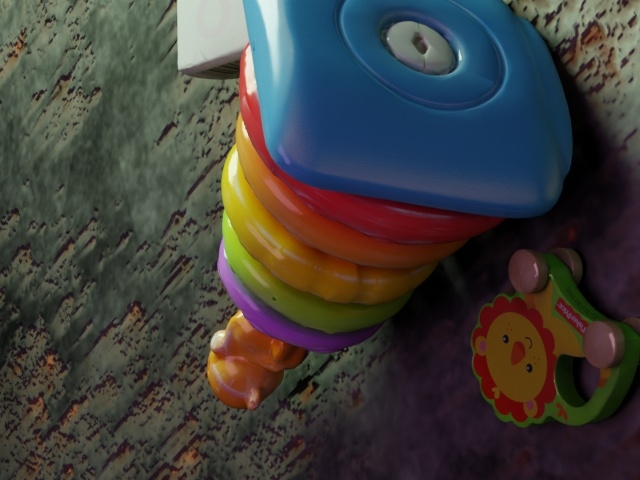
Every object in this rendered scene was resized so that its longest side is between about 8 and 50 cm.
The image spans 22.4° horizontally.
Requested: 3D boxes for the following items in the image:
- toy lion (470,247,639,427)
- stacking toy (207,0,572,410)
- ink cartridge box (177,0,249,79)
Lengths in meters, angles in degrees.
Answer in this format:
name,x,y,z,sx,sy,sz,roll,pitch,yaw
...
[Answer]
name,x,y,z,sx,sy,sz,roll,pitch,yaw
toy lion,0.117,0.059,0.830,0.100,0.034,0.096,47,129,42
stacking toy,0.000,0.000,0.902,0.302,0.165,0.175,118,152,-42
ink cartridge box,-0.019,-0.230,1.004,0.189,0.066,0.232,-10,83,51
